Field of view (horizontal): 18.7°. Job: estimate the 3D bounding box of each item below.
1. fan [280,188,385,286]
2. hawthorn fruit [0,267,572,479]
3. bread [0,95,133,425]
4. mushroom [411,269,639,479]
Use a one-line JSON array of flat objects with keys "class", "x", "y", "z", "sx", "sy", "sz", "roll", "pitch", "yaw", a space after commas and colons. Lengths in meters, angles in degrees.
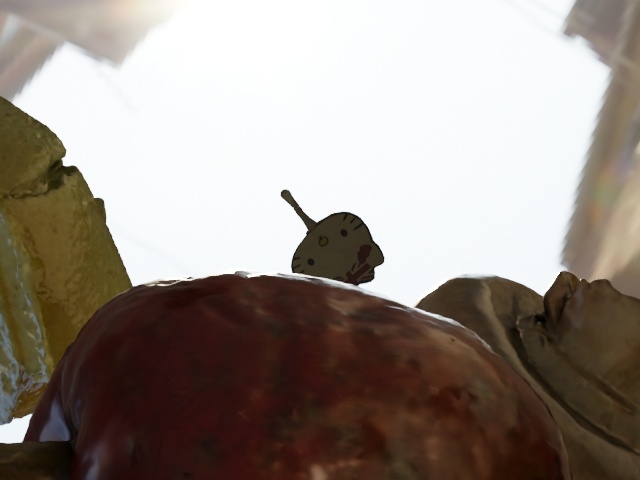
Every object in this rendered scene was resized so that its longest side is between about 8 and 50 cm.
[{"class": "fan", "x": 0.000, "y": 0.000, "z": 1.177, "sx": 0.083, "sy": 0.056, "sz": 0.004, "roll": 50, "pitch": -173, "yaw": 21}, {"class": "hawthorn fruit", "x": -0.019, "y": 0.129, "z": 0.900, "sx": 0.262, "sy": 0.258, "sz": 0.258, "roll": 31, "pitch": -146, "yaw": 8}, {"class": "bread", "x": -0.234, "y": 0.010, "z": 1.464, "sx": 0.124, "sy": 0.186, "sz": 0.257, "roll": -30, "pitch": -72, "yaw": -39}, {"class": "mushroom", "x": 0.146, "y": 0.107, "z": 1.146, "sx": 0.226, "sy": 0.178, "sz": 0.226, "roll": 42, "pitch": -164, "yaw": -15}]
